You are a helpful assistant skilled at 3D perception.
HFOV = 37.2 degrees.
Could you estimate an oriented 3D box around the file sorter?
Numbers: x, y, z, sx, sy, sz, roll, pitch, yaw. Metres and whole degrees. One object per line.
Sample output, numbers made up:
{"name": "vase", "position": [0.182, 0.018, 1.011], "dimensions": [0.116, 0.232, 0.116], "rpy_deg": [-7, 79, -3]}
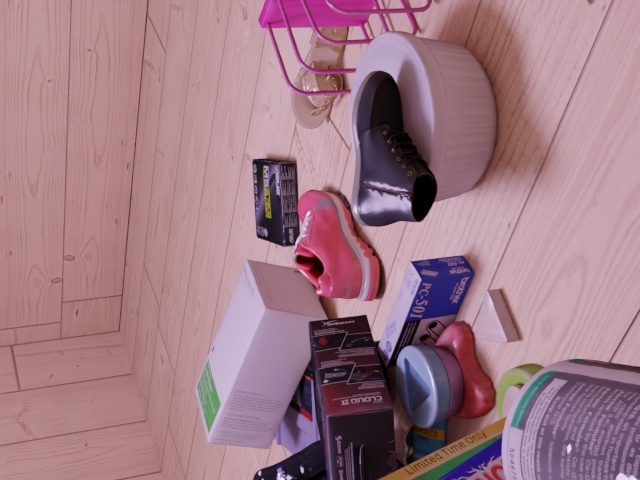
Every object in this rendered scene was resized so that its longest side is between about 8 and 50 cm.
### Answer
{"name": "file sorter", "position": [0.051, -0.389, 1.539], "dimensions": [0.291, 0.202, 0.182], "rpy_deg": [121, 136, -55]}

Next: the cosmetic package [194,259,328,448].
{"name": "cosmetic package", "position": [-0.135, 0.250, 2.067], "dimensions": [0.197, 0.155, 0.366], "rpy_deg": [-119, 45, -56]}

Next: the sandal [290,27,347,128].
{"name": "sandal", "position": [0.004, -0.304, 1.812], "dimensions": [0.079, 0.088, 0.240], "rpy_deg": [-117, 35, -51]}

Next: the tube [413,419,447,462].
{"name": "tube", "position": [0.184, 0.364, 1.610], "dimensions": [0.080, 0.052, 0.207], "rpy_deg": [6, 98, 44]}

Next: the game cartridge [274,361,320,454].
{"name": "game cartridge", "position": [-0.036, 0.382, 2.114], "dimensions": [0.355, 0.068, 0.230], "rpy_deg": [-162, 64, -65]}

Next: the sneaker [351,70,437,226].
{"name": "sneaker", "position": [0.111, -0.130, 1.322], "dimensions": [0.118, 0.083, 0.222], "rpy_deg": [1, 90, 48]}

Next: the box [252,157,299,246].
{"name": "box", "position": [-0.104, -0.090, 2.171], "dimensions": [0.184, 0.045, 0.191], "rpy_deg": [-159, 65, -67]}

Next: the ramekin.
{"name": "ramekin", "position": [0.156, -0.179, 1.439], "dimensions": [0.273, 0.127, 0.273], "rpy_deg": [174, 90, -66]}

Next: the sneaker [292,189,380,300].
{"name": "sneaker", "position": [0.000, 0.000, 1.833], "dimensions": [0.314, 0.136, 0.116], "rpy_deg": [-123, 36, -47]}

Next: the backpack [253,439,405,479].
{"name": "backpack", "position": [0.045, 0.488, 1.723], "dimensions": [0.263, 0.213, 0.276], "rpy_deg": [-47, 44, 9]}

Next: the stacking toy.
{"name": "stacking toy", "position": [0.212, 0.248, 1.406], "dimensions": [0.279, 0.130, 0.309], "rpy_deg": [110, 145, -46]}

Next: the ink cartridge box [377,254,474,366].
{"name": "ink cartridge box", "position": [0.166, 0.115, 1.523], "dimensions": [0.207, 0.097, 0.046], "rpy_deg": [105, 149, -41]}

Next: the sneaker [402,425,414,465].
{"name": "sneaker", "position": [0.167, 0.366, 1.675], "dimensions": [0.035, 0.031, 0.083], "rpy_deg": [31, 129, 46]}

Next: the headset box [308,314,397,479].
{"name": "headset box", "position": [0.054, 0.296, 1.581], "dimensions": [0.293, 0.110, 0.218], "rpy_deg": [-104, 8, -60]}

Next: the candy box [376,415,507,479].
{"name": "candy box", "position": [0.234, 0.387, 1.129], "dimensions": [0.317, 0.268, 0.122], "rpy_deg": [43, 134, 34]}

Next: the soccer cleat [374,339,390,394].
{"name": "soccer cleat", "position": [0.106, 0.260, 1.760], "dimensions": [0.072, 0.060, 0.179], "rpy_deg": [47, 144, 41]}

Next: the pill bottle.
{"name": "pill bottle", "position": [0.362, 0.236, 0.960], "dimensions": [0.361, 0.204, 0.204], "rpy_deg": [177, 87, -68]}
